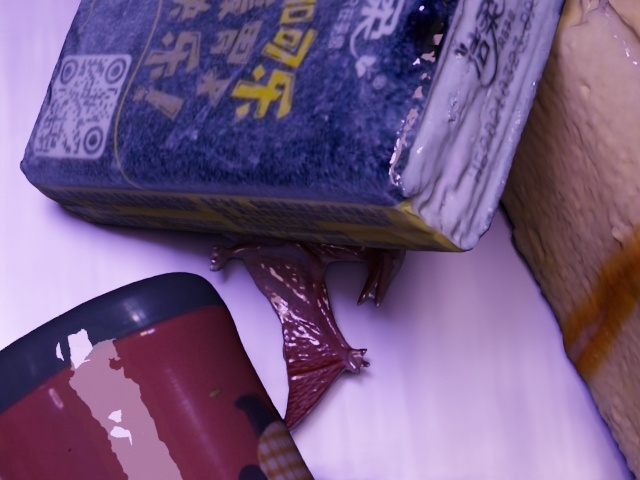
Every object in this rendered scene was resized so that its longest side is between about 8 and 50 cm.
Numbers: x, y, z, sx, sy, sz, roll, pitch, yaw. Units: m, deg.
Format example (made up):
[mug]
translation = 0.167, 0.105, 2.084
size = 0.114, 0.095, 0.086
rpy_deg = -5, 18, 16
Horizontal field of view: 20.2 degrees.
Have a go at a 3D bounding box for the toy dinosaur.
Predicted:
[toy dinosaur]
translation = 0.000, 0.000, 0.940
size = 0.108, 0.032, 0.220
rpy_deg = 13, 71, 4

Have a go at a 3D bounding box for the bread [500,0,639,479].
[bread]
translation = 0.245, -0.017, 0.882
size = 0.236, 0.198, 0.263
rpy_deg = -21, 74, -15

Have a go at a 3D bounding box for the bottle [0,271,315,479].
[bottle]
translation = -0.037, 0.190, 0.830
size = 0.144, 0.144, 0.336
rpy_deg = -27, 79, -10

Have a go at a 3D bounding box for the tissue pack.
[tissue pack]
translation = -0.017, -0.095, 0.869
size = 0.257, 0.081, 0.185
rpy_deg = 5, 69, 42
